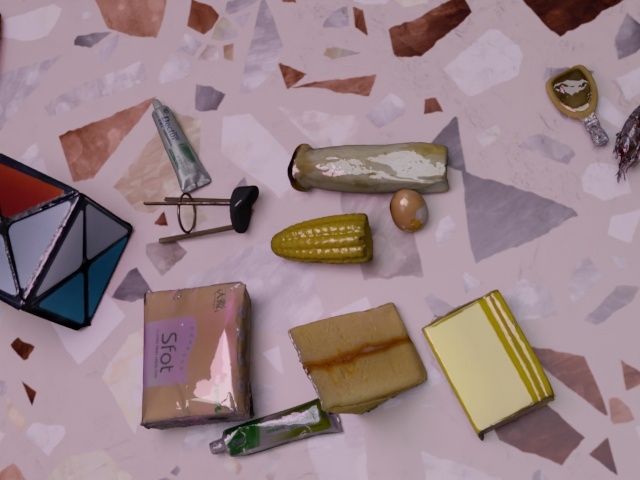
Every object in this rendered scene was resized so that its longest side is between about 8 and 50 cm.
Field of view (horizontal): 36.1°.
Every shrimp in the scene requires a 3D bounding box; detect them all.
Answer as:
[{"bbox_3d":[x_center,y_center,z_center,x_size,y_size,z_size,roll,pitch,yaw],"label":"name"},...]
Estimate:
[{"bbox_3d":[0.566,-0.175,1.773,0.057,0.065,0.165,19,85,50],"label":"shrimp"}]

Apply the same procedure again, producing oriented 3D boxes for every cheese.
[{"bbox_3d":[0.487,-0.245,1.822,0.086,0.036,0.162,-25,70,8],"label":"cheese"}]

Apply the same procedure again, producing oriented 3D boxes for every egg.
[{"bbox_3d":[0.164,-0.059,1.829,0.071,0.083,0.071,-9,47,10],"label":"egg"}]

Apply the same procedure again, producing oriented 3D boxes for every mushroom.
[{"bbox_3d":[0.090,-0.139,1.871,0.312,0.081,0.099,1,82,13],"label":"mushroom"}]

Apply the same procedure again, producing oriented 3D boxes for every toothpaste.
[{"bbox_3d":[-0.086,0.349,1.803,0.248,0.047,0.078,-18,76,6],"label":"toothpaste"},{"bbox_3d":[-0.295,-0.198,2.005,0.064,0.041,0.218,-24,73,-11],"label":"toothpaste"}]

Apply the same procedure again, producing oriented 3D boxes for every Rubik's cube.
[{"bbox_3d":[-0.553,0.004,1.905,0.250,0.246,0.248,23,83,19],"label":"Rubik's cube"}]

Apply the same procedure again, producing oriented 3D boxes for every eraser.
[{"bbox_3d":[0.296,0.215,1.729,0.158,0.069,0.226,-30,71,8],"label":"eraser"}]

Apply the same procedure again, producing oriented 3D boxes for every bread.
[{"bbox_3d":[0.071,0.199,1.689,0.163,0.264,0.167,-28,76,7],"label":"bread"}]

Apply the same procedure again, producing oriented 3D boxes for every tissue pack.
[{"bbox_3d":[-0.227,0.217,1.833,0.215,0.123,0.256,-8,66,14],"label":"tissue pack"}]

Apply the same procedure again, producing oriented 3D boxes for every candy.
[{"bbox_3d":[0.000,0.000,1.846,0.199,0.106,0.094,-4,93,17],"label":"candy"}]

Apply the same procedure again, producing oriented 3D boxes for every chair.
[{"bbox_3d":[-0.225,-0.051,1.925,0.222,0.104,0.095,-6,100,17],"label":"chair"}]
